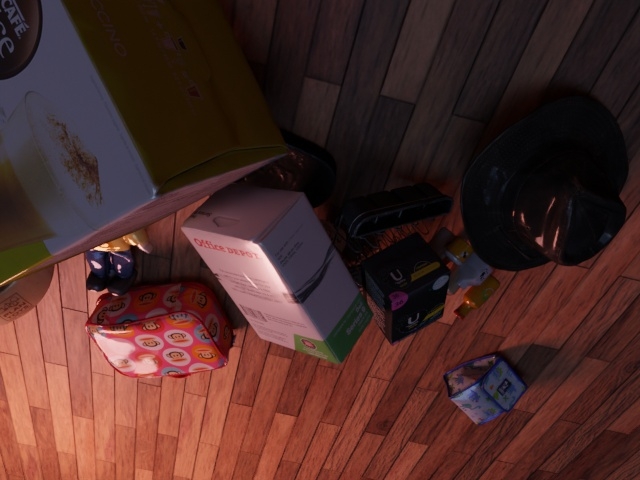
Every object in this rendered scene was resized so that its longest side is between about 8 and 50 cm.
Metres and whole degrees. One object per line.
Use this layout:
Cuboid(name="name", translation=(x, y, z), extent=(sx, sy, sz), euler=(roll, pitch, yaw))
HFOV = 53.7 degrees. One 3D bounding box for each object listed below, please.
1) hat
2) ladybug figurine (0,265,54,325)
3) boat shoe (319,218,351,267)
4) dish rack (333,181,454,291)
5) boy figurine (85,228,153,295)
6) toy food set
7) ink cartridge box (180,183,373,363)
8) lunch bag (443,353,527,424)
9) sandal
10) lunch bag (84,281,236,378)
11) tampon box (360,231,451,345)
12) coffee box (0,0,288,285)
Cuboid(name="hat", translation=(0.386, -0.050, 1.002), extent=(0.331, 0.134, 0.331), euler=(-9, 127, -13))
Cuboid(name="ladybug figurine", translation=(-0.673, -0.009, 1.135), extent=(0.305, 0.162, 0.449), euler=(-36, 139, -12))
Cuboid(name="boat shoe", translation=(0.000, 0.000, 1.189), extent=(0.096, 0.098, 0.277), euler=(-26, 147, 0))
Cuboid(name="dish rack", translation=(0.105, 0.016, 1.148), extent=(0.208, 0.074, 0.271), euler=(-13, 141, -28))
Cuboid(name="boy figurine", translation=(-0.421, -0.014, 1.250), extent=(0.177, 0.092, 0.285), euler=(12, 136, 1))
Cuboid(name="toy food set", translation=(0.244, 0.062, 1.173), extent=(0.104, 0.111, 0.232), euler=(-48, 149, 3))
Cuboid(name="ink cartridge box", translation=(-0.068, 0.053, 1.058), extent=(0.211, 0.121, 0.289), euler=(10, 141, 43))
Cuboid(name="lunch bag", translation=(0.384, 0.338, 1.459), extent=(0.151, 0.096, 0.129), euler=(-36, 118, 17))
Cuboid(name="sandal", translation=(-0.183, -0.155, 1.070), extent=(0.445, 0.107, 0.167), euler=(18, 133, -9))
Cuboid(name="lunch bag", translation=(-0.349, 0.221, 1.426), extent=(0.293, 0.120, 0.258), euler=(-8, 131, 14))
Cuboid(name="tampon box", translation=(0.149, 0.087, 1.120), extent=(0.120, 0.101, 0.161), euler=(-28, 147, -12))
Cuboid(name="coffee box", translation=(-0.304, -0.177, 0.832), extent=(0.334, 0.338, 0.338), euler=(-23, 95, 26))
